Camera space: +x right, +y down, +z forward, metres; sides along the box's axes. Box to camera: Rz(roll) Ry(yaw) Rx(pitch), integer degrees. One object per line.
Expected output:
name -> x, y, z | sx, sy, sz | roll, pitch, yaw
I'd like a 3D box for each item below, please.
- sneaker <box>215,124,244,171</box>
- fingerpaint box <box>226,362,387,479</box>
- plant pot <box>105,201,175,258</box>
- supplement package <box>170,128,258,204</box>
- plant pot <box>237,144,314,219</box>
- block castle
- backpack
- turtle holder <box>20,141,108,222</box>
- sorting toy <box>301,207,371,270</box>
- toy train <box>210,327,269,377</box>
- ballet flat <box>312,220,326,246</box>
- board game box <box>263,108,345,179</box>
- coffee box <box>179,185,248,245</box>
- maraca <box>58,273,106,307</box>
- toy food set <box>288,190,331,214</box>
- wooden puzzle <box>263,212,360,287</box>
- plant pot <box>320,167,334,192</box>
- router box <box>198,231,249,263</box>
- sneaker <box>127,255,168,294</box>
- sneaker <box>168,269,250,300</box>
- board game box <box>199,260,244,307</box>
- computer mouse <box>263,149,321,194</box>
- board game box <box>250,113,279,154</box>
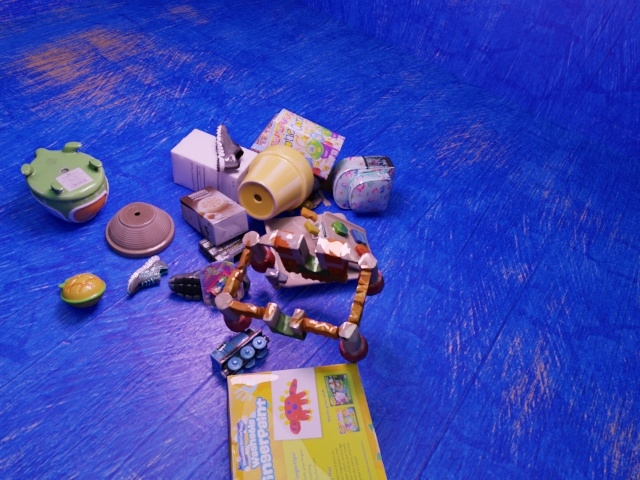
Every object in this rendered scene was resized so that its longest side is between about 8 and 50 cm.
sneaker -> -0.349, -0.352, 1.706 | 0.106, 0.078, 0.234 | 0, 54, -16
fingerpaint box -> -0.044, 0.567, 1.138 | 0.371, 0.163, 0.444 | -2, 49, -15
plant pot -> -0.650, -0.058, 1.598 | 0.237, 0.109, 0.237 | 6, 49, -7
supplement package -> -0.426, -0.293, 1.803 | 0.293, 0.175, 0.177 | 23, 50, 8
plant pot -> -0.184, -0.203, 1.678 | 0.254, 0.254, 0.239 | 24, 38, 9
block castle -> -0.054, 0.163, 1.342 | 0.453, 0.213, 0.303 | 10, 62, 16
backpack -> 0.171, -0.231, 1.846 | 0.254, 0.225, 0.191 | 1, 44, -6
turtle holder -> -0.918, -0.195, 1.582 | 0.320, 0.227, 0.243 | 13, 49, 1
sorting toy -> 0.071, -0.014, 1.621 | 0.307, 0.041, 0.229 | 24, 37, -28
toy train -> -0.243, 0.338, 1.357 | 0.105, 0.080, 0.184 | 34, 51, 25
ballet flat -> 0.000, 0.000, 1.631 | 0.052, 0.057, 0.168 | -15, 46, 6
board game box -> -0.063, -0.385, 1.773 | 0.275, 0.144, 0.142 | 24, 36, -3
coffee box -> -0.398, -0.097, 1.649 | 0.141, 0.098, 0.246 | -29, 44, -33
maraca -> -0.755, 0.150, 1.405 | 0.127, 0.099, 0.186 | -21, 31, -37
toy food set -> -0.061, -0.178, 1.871 | 0.192, 0.038, 0.132 | -16, 54, -24
wooden puzzle -> -0.024, 0.040, 1.669 | 0.348, 0.080, 0.322 | -2, 50, -20
plant pot -> 0.044, -0.273, 1.947 | 0.081, 0.083, 0.081 | 13, 47, 0
router box -> -0.337, 0.019, 1.636 | 0.179, 0.046, 0.133 | -32, 61, -33
sneaker -> -0.574, 0.123, 1.487 | 0.076, 0.065, 0.166 | 28, 51, 7
sneaker -> -0.375, 0.137, 1.510 | 0.267, 0.101, 0.106 | 2, 32, -15
board game box -> -0.319, 0.150, 1.446 | 0.133, 0.168, 0.033 | -7, 22, -10
computer mouse -> -0.133, -0.256, 1.817 | 0.272, 0.188, 0.072 | 21, 29, 9
board game box -> -0.149, -0.403, 1.982 | 0.232, 0.141, 0.291 | 20, 48, 6
